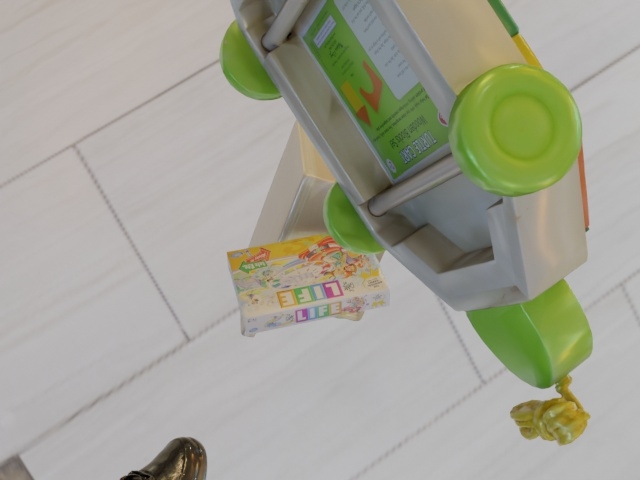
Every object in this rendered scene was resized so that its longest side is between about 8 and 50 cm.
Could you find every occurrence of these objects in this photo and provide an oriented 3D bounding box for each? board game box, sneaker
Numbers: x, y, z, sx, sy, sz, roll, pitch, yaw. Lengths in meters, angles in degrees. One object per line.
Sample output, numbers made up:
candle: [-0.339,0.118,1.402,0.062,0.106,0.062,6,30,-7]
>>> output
board game box: [-0.014,0.040,1.216,0.154,0.103,0.026,-11,133,-9]
sneaker: [-0.306,0.425,1.783,0.140,0.125,0.341,52,57,-22]

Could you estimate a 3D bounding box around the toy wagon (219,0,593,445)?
toy wagon: [0.050,-0.052,0.603,0.068,0.267,0.344,-34,92,-14]

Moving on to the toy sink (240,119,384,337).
toy sink: [0.000,0.000,1.367,0.131,0.153,0.234,15,118,-13]
